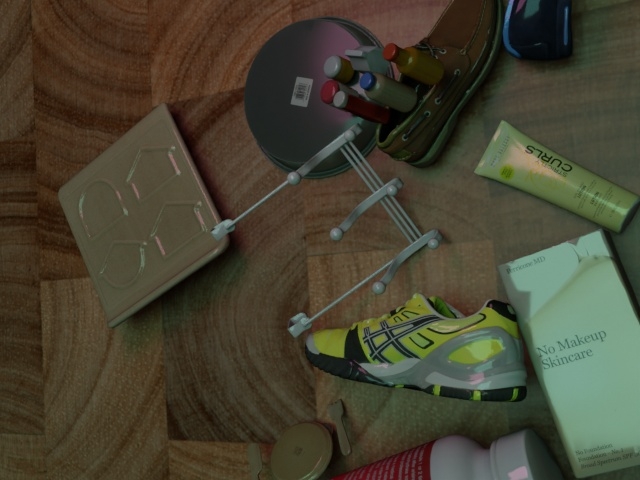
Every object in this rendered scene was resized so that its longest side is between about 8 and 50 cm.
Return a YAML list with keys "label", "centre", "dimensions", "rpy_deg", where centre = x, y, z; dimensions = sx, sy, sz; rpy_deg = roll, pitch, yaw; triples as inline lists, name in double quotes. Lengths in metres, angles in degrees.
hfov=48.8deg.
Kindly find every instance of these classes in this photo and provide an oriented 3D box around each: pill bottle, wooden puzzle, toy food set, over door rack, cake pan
- label: "pill bottle"
  centre: [0.151, 0.424, 1.033]
  dimensions: [0.408, 0.229, 0.229]
  rpy_deg: [-28, 76, 23]
- label: "wooden puzzle"
  centre: [-0.346, -0.047, 1.391]
  dimensions: [0.322, 0.080, 0.348]
  rpy_deg: [-33, 69, 21]
- label: "toy food set"
  centre: [0.062, -0.247, 1.074]
  dimensions: [0.232, 0.104, 0.111]
  rpy_deg: [22, 98, 47]
- label: "over door rack"
  centre: [0.000, 0.000, 1.150]
  dimensions: [0.324, 0.108, 0.239]
  rpy_deg: [-35, 99, 21]
- label: "toy food set"
  centre: [-0.030, 0.365, 1.204]
  dimensions: [0.192, 0.038, 0.132]
  rpy_deg: [-29, 37, 10]
- label: "cake pan"
  centre: [-0.016, -0.258, 1.246]
  dimensions: [0.293, 0.054, 0.293]
  rpy_deg: [-1, 87, 27]

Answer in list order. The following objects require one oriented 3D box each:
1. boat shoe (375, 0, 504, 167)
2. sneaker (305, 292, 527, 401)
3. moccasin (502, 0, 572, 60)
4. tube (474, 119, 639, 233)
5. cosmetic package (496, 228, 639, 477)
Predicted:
- label: "boat shoe"
  centre: [0.185, -0.265, 1.102]
  dimensions: [0.111, 0.104, 0.307]
  rpy_deg: [29, 100, 49]
- label: "sneaker"
  centre: [0.141, 0.158, 1.091]
  dimensions: [0.385, 0.145, 0.147]
  rpy_deg: [-1, 79, 39]
- label: "moccasin"
  centre: [0.365, -0.436, 1.039]
  dimensions: [0.117, 0.138, 0.342]
  rpy_deg: [16, 109, 22]
- label: "tube"
  centre: [0.351, -0.090, 1.056]
  dimensions: [0.240, 0.062, 0.070]
  rpy_deg: [34, 62, 29]
- label: "cosmetic package"
  centre: [0.384, 0.154, 0.996]
  dimensions: [0.160, 0.113, 0.309]
  rpy_deg: [-24, 78, 24]
